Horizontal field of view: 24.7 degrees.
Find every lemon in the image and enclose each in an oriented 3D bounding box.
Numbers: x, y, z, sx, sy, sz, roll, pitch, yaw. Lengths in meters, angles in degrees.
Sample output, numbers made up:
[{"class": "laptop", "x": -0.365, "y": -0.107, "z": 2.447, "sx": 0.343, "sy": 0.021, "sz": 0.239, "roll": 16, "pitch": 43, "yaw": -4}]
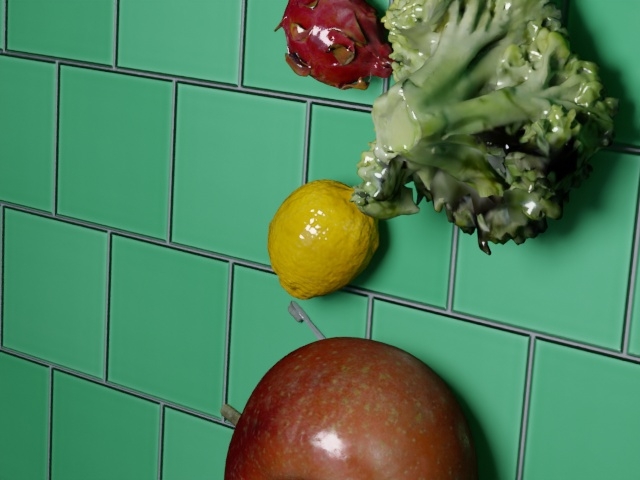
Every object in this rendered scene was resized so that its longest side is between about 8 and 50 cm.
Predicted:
[{"class": "lemon", "x": 0.000, "y": 0.000, "z": 1.937, "sx": 0.142, "sy": 0.142, "sz": 0.187, "roll": 46, "pitch": 123, "yaw": 23}]

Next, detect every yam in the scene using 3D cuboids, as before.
[{"class": "yam", "x": -0.103, "y": 0.276, "z": 2.139, "sx": 0.116, "sy": 0.021, "sz": 0.021, "roll": 34, "pitch": 117, "yaw": 30}]

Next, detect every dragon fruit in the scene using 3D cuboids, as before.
[{"class": "dragon fruit", "x": 0.022, "y": -0.258, "z": 1.890, "sx": 0.166, "sy": 0.136, "sz": 0.133, "roll": 29, "pitch": 150, "yaw": 2}]

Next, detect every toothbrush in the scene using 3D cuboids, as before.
[{"class": "toothbrush", "x": 0.016, "y": 0.157, "z": 2.031, "sx": 0.194, "sy": 0.014, "sz": 0.017, "roll": 48, "pitch": 122, "yaw": 21}]

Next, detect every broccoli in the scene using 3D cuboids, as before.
[{"class": "broccoli", "x": 0.175, "y": -0.153, "z": 1.682, "sx": 0.293, "sy": 0.281, "sz": 0.348, "roll": 17, "pitch": 117, "yaw": 37}]

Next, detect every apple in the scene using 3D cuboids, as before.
[{"class": "apple", "x": 0.035, "y": 0.301, "z": 1.866, "sx": 0.348, "sy": 0.277, "sz": 0.348, "roll": 9, "pitch": 107, "yaw": 29}]
